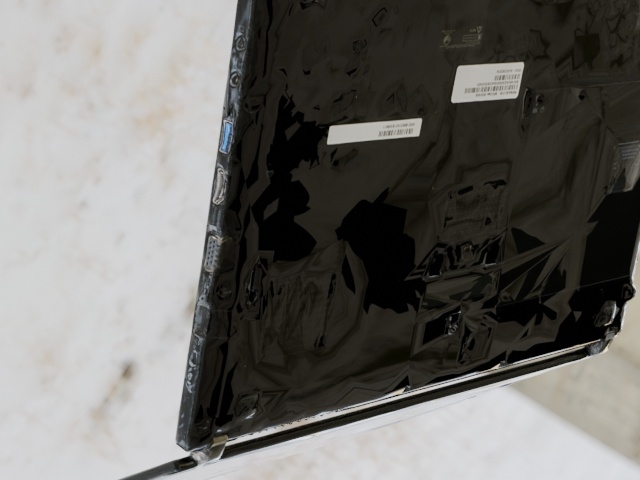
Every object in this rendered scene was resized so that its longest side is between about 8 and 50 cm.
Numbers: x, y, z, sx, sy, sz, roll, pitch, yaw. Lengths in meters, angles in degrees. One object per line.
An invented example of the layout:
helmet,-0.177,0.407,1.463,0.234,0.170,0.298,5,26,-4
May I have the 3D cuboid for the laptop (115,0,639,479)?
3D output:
laptop,0.000,0.000,0.656,0.234,0.136,0.264,-10,116,-46
